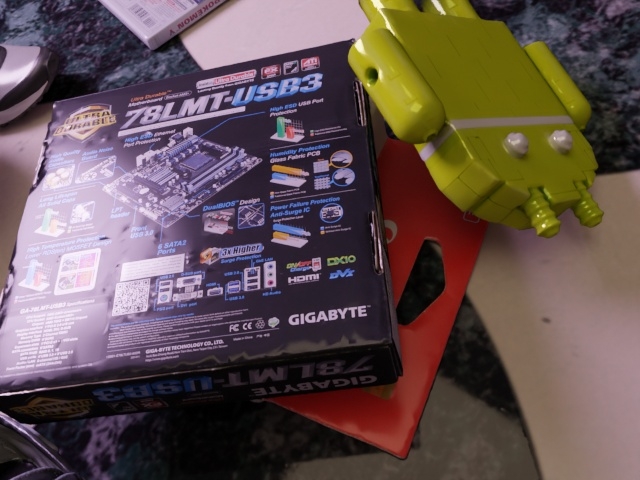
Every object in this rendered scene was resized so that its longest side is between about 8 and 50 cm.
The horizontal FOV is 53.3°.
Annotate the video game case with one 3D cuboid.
[{"bbox_3d":[-0.202,-0.355,0.855,0.183,0.023,0.201,-39,58,-11],"label":"video game case"}]

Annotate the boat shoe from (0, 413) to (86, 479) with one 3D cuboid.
[{"bbox_3d":[-0.178,0.197,0.403,0.108,0.102,0.301,-18,23,-34],"label":"boat shoe"}]

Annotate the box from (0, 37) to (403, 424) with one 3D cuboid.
[{"bbox_3d":[-0.096,-0.017,0.517,0.295,0.073,0.294,-9,54,8],"label":"box"}]

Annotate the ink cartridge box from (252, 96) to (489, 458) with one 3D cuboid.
[{"bbox_3d":[0.000,0.000,0.565,0.261,0.066,0.296,15,64,22],"label":"ink cartridge box"}]

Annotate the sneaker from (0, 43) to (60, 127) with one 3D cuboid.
[{"bbox_3d":[-0.446,-0.200,0.769,0.271,0.108,0.100,-3,57,10],"label":"sneaker"}]

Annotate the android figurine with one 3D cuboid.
[{"bbox_3d":[0.139,-0.119,0.544,0.248,0.056,0.273,-8,62,-37],"label":"android figurine"}]
